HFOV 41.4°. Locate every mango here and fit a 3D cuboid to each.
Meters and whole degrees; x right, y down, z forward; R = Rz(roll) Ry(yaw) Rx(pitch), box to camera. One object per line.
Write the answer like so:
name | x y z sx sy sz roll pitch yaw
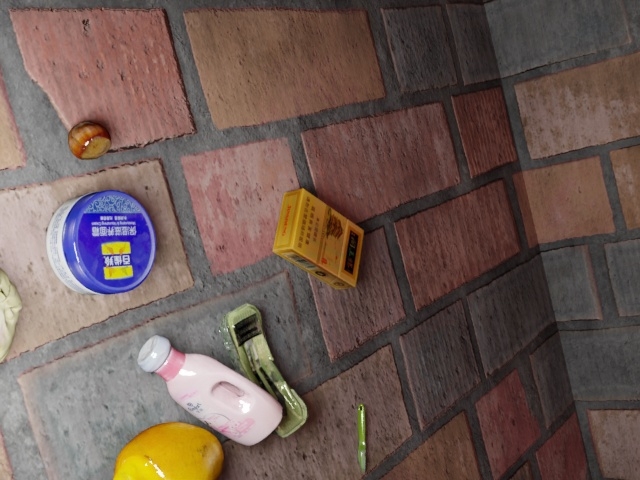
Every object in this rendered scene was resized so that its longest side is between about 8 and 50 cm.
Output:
mango | -0.293 0.450 1.727 0.138 0.187 0.257 -69 168 17

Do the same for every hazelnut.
hazelnut | -0.468 -0.206 1.720 0.086 0.086 0.086 14 72 -49

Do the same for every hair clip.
hair clip | -0.149 0.312 1.993 0.138 0.091 0.321 -26 92 -47

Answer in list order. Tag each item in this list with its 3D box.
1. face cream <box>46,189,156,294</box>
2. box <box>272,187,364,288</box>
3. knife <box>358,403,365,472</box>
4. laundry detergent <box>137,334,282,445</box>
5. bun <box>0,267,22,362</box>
face cream | -0.437 0.007 1.681 0.206 0.111 0.206 12 74 -49
box | 0.000 0.000 2.248 0.274 0.076 0.174 33 59 -43
knife | 0.114 0.541 2.316 0.026 0.022 0.184 36 52 -74
laundry detergent | -0.242 0.320 1.826 0.335 0.159 0.088 40 25 -25
bun | -0.609 0.122 1.441 0.210 0.116 0.237 -47 119 -45
